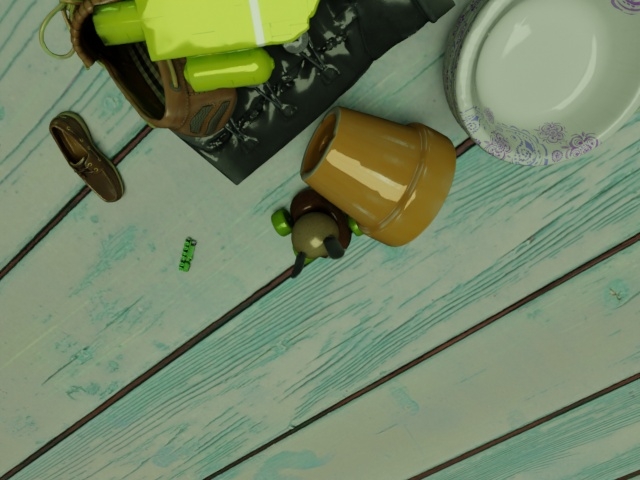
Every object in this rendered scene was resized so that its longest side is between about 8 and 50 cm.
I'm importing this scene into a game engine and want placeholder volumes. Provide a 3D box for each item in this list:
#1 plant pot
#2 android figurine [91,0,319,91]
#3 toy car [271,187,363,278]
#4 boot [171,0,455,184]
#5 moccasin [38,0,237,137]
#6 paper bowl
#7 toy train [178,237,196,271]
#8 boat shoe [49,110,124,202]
[{"bbox_3d":[0.078,-0.116,0.743,0.188,0.205,0.205,22,119,-21],"label":"plant pot"},{"bbox_3d":[-0.108,-0.284,0.470,0.273,0.056,0.248,-8,117,3],"label":"android figurine"},{"bbox_3d":[0.000,0.000,0.833,0.155,0.188,0.149,-28,117,16],"label":"toy car"},{"bbox_3d":[-0.094,-0.342,0.673,0.445,0.146,0.367,-32,106,27],"label":"boot"},{"bbox_3d":[-0.276,-0.283,0.616,0.139,0.147,0.380,-43,77,34],"label":"moccasin"},{"bbox_3d":[0.330,-0.270,0.697,0.284,0.148,0.284,0,121,1],"label":"paper bowl"},{"bbox_3d":[-0.276,0.031,0.952,0.024,0.017,0.083,13,120,-19],"label":"toy train"},{"bbox_3d":[-0.424,-0.140,0.824,0.064,0.060,0.178,-18,119,10],"label":"boat shoe"}]
